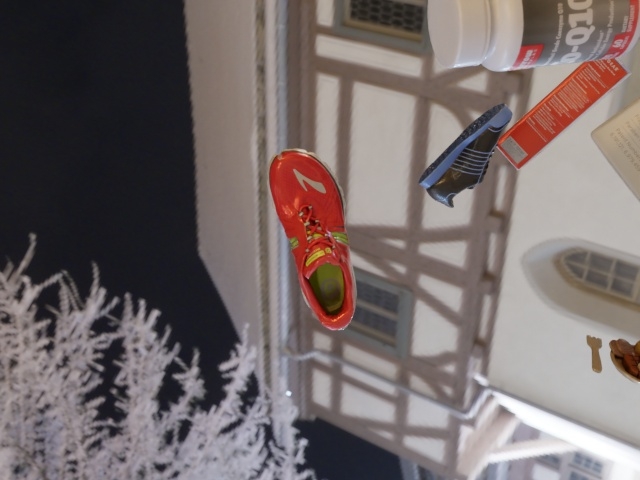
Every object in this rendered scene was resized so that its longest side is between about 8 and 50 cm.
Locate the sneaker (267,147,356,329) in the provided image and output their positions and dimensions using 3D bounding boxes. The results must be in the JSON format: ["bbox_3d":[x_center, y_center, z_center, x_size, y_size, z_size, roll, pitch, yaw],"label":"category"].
[{"bbox_3d":[0.000,0.000,1.277,0.118,0.107,0.278,-102,-7,-76],"label":"sneaker"}]

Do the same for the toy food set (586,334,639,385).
[{"bbox_3d":[0.562,0.207,1.520,0.132,0.192,0.038,-65,-11,-62],"label":"toy food set"}]

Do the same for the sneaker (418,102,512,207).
[{"bbox_3d":[0.301,-0.164,1.727,0.232,0.090,0.081,-44,12,24],"label":"sneaker"}]

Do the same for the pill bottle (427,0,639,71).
[{"bbox_3d":[0.315,-0.336,1.305,0.283,0.161,0.161,-9,-56,-11],"label":"pill bottle"}]

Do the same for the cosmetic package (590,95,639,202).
[{"bbox_3d":[0.780,-0.147,1.606,0.394,0.327,0.329,-38,-33,19],"label":"cosmetic package"}]

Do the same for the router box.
[{"bbox_3d":[0.557,-0.303,2.002,0.301,0.082,0.335,-43,-6,22],"label":"router box"}]
